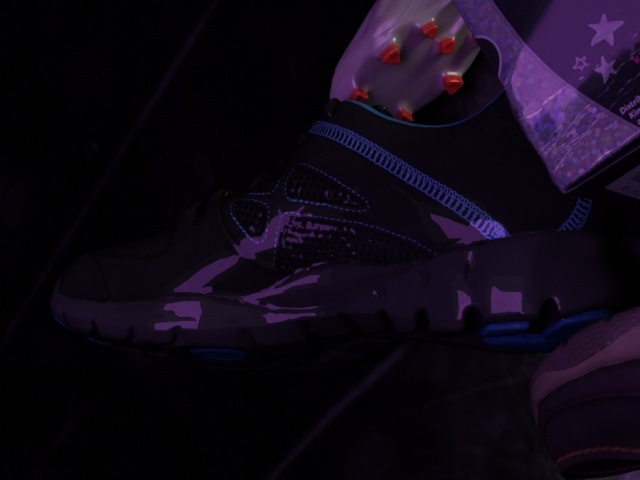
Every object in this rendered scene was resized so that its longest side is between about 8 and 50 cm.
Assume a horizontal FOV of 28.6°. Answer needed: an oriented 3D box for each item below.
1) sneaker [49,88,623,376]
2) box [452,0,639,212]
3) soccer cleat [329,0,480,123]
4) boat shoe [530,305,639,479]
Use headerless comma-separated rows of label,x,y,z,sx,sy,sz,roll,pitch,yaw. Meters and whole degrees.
sneaker,0.000,0.000,0.711,0.340,0.125,0.140,-7,74,25
box,0.174,-0.103,0.510,0.163,0.247,0.142,-36,66,26
soccer cleat,0.070,-0.146,0.701,0.196,0.068,0.076,-52,39,23
boat shoe,0.201,0.078,0.482,0.355,0.132,0.130,147,119,-63
